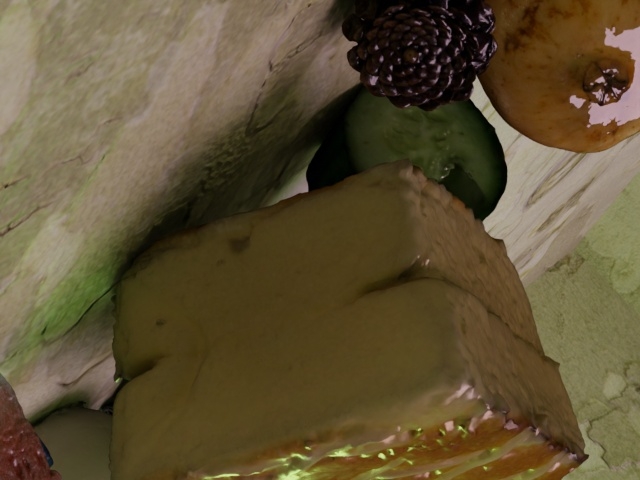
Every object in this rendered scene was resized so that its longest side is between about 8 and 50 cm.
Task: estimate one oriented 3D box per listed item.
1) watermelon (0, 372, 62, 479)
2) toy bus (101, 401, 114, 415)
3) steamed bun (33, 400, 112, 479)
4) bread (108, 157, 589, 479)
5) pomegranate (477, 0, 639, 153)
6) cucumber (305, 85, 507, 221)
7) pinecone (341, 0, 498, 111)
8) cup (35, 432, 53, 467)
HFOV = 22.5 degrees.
[{"bbox_3d":[-0.290,0.227,1.388,0.154,0.241,0.094,-44,-162,-27],"label":"watermelon"},{"bbox_3d":[-0.176,0.183,1.905,0.091,0.109,0.261,-40,171,-42],"label":"toy bus"},{"bbox_3d":[-0.261,0.359,1.799,0.309,0.309,0.309,-41,168,-10],"label":"steamed bun"},{"bbox_3d":[0.023,0.132,1.583,0.390,0.279,0.371,-18,156,23],"label":"bread"},{"bbox_3d":[0.258,-0.207,1.628,0.248,0.248,0.248,-41,168,-10],"label":"pomegranate"},{"bbox_3d":[0.082,-0.081,1.680,0.191,0.191,0.130,-31,162,-45],"label":"cucumber"},{"bbox_3d":[0.090,-0.184,1.423,0.140,0.140,0.121,-55,-169,45],"label":"pinecone"},{"bbox_3d":[-0.339,0.202,1.481,0.138,0.150,0.113,-41,134,-17],"label":"cup"}]
